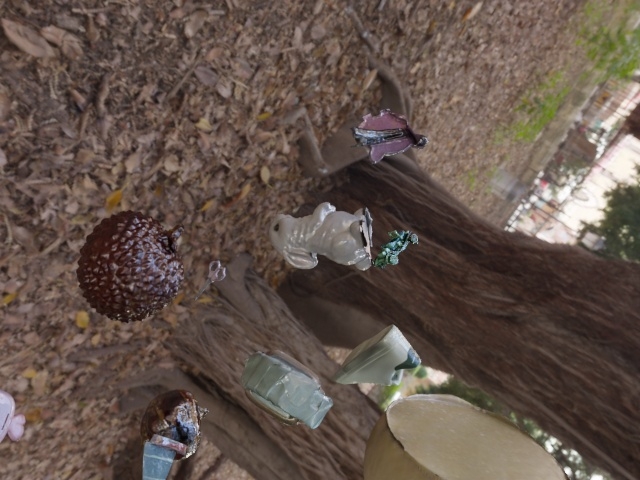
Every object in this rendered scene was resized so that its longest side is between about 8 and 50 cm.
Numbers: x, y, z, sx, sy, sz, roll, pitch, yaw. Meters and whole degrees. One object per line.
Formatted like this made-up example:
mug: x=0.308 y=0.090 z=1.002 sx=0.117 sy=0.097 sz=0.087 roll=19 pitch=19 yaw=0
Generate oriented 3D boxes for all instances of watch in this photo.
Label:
watch: x=-0.093 y=0.376 z=1.324 sx=0.162 sy=0.253 sz=0.241 roll=-59 pitch=167 yaw=-14

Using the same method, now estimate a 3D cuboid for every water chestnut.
water chestnut: x=-0.471 y=0.600 z=1.724 sx=0.238 sy=0.223 sz=0.223 roll=0 pitch=131 yaw=-35

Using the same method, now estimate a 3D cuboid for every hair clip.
hair clip: x=0.153 y=-0.265 z=1.301 sx=0.187 sy=0.146 sz=0.056 roll=-14 pitch=150 yaw=-22

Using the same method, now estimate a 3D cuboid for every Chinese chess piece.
Chinese chess piece: x=0.240 y=0.395 z=0.882 sx=0.338 sy=0.338 sz=0.140 roll=-11 pitch=117 yaw=-66

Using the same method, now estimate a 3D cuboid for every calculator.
calculator: x=-0.567 y=0.288 z=0.862 sx=0.024 sy=0.166 sz=0.103 roll=-25 pitch=-135 yaw=34

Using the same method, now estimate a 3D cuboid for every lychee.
lychee: x=-0.456 y=0.058 z=1.295 sx=0.300 sy=0.264 sz=0.264 roll=-41 pitch=163 yaw=0

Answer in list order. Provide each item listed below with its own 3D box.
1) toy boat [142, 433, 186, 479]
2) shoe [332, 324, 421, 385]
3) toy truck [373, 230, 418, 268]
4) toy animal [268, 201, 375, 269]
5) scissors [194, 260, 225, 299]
toy boat: x=-0.310 y=0.435 z=0.988 sx=0.096 sy=0.034 sz=0.122 roll=41 pitch=59 yaw=-39
shoe: x=0.185 y=0.413 z=1.713 sx=0.132 sy=0.160 sz=0.363 roll=-43 pitch=176 yaw=-44
toy truck: x=0.222 y=0.018 z=1.611 sx=0.154 sy=0.078 sz=0.080 roll=-42 pitch=-170 yaw=-32
toy animal: x=0.000 y=0.000 z=1.804 sx=0.194 sy=0.357 sz=0.258 roll=-47 pitch=129 yaw=-73
scissors: x=-0.461 y=0.170 z=2.151 sx=0.189 sy=0.100 sz=0.015 roll=-51 pitch=148 yaw=4
